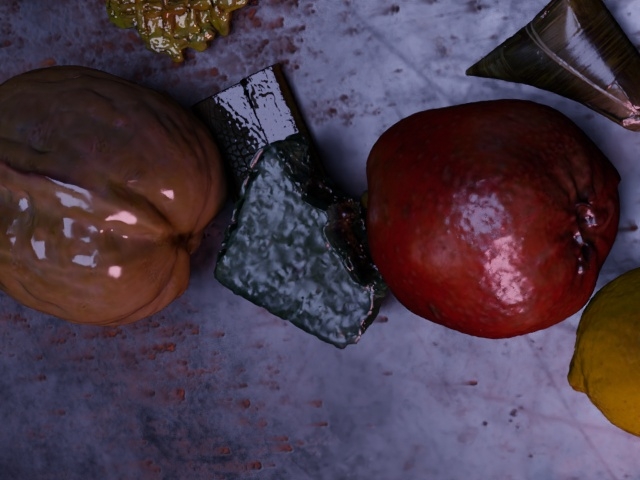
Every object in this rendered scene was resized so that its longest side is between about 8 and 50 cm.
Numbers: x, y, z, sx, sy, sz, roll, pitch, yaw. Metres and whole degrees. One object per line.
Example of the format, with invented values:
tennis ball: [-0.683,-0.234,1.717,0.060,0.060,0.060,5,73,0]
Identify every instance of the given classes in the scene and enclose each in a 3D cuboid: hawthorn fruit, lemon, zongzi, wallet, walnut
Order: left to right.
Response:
walnut: [-0.297,-0.062,1.702,0.344,0.306,0.306,26,107,15]
wallet: [-0.060,-0.082,1.732,0.133,0.039,0.243,-23,91,21]
hawthorn fruit: [0.163,-0.029,1.533,0.307,0.265,0.265,14,104,37]
zongzi: [0.278,-0.167,1.566,0.184,0.084,0.187,-37,88,37]
lemon: [0.388,0.116,1.493,0.260,0.204,0.204,-12,94,20]

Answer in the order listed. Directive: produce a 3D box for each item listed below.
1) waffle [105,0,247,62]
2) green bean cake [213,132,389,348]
waffle: [-0.184,-0.360,1.731,0.245,0.052,0.254,41,112,10]
green bean cake: [0.000,0.000,1.643,0.208,0.107,0.193,30,110,15]
